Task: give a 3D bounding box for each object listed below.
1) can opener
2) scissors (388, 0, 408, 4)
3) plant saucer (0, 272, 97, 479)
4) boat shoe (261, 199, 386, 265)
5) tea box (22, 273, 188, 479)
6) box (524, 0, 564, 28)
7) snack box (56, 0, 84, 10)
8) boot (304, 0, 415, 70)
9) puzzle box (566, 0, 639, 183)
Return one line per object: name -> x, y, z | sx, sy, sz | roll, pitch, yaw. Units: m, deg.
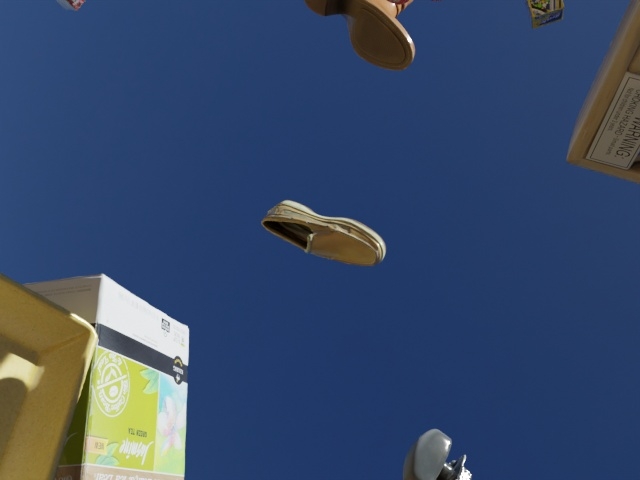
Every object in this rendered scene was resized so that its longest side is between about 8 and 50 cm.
can opener -> 0.113, 0.342, 0.778 | 0.093, 0.280, 0.074 | 35, -59, 6
scissors -> 0.045, -0.325, 0.585 | 0.109, 0.297, 0.021 | 28, -105, 38
plant saucer -> -0.457, 0.179, 0.770 | 0.080, 0.333, 0.333 | -27, -140, 29
boat shoe -> 0.000, 0.000, 0.969 | 0.189, 0.072, 0.068 | 18, -62, 21
tea box -> -0.390, 0.268, 1.111 | 0.219, 0.329, 0.324 | -7, -113, 12
box -> 0.402, -0.489, 1.227 | 0.059, 0.054, 0.169 | -15, -101, 14
snack box -> -0.508, -0.603, 1.323 | 0.070, 0.174, 0.207 | 22, -105, 44
boot -> 0.127, -0.464, 1.351 | 0.283, 0.220, 0.109 | 37, -46, 23
puzzle box -> 0.305, -0.136, 0.285 | 0.271, 0.409, 0.052 | 18, -119, 12
